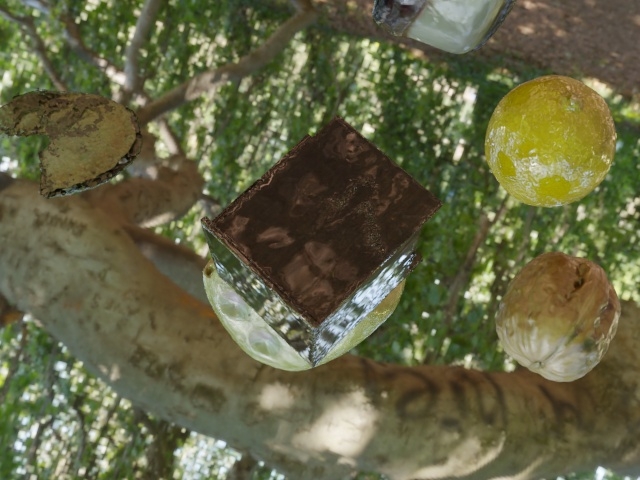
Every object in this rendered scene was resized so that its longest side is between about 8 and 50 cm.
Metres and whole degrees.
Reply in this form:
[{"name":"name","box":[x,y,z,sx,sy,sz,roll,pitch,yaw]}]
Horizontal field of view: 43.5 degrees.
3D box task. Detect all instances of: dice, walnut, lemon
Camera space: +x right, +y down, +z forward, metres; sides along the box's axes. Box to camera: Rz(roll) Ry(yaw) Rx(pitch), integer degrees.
[{"name":"dice","box":[-0.022,0.052,1.276,0.226,0.238,0.233,54,-146,-12]},{"name":"walnut","box":[0.326,0.097,1.093,0.155,0.184,0.155,29,156,14]},{"name":"lemon","box":[0.320,-0.139,1.112,0.178,0.178,0.203,21,157,5]}]

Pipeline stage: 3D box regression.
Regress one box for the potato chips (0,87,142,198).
[{"name":"potato chips","box":[-0.378,-0.156,1.192,0.220,0.202,0.029,35,149,17]}]

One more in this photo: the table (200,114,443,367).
[{"name":"table","box":[0.000,0.000,0.894,0.172,0.193,0.169,43,164,15]}]

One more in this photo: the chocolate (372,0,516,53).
[{"name":"chocolate","box":[0.218,-0.412,1.204,0.186,0.283,0.283,25,-172,10]}]
